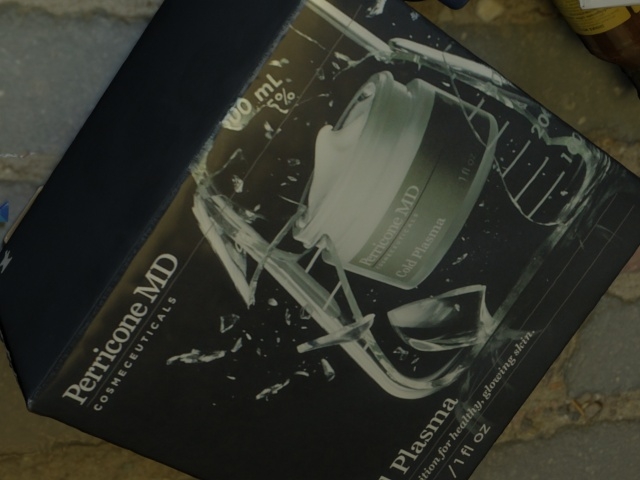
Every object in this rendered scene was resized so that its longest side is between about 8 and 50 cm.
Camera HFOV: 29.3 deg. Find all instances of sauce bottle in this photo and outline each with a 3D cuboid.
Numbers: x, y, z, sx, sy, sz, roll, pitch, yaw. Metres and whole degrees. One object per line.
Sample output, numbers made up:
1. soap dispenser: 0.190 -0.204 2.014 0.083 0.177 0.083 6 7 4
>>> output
1. sauce bottle: 0.315 -0.276 1.361 0.111 0.111 0.344 -42 122 0

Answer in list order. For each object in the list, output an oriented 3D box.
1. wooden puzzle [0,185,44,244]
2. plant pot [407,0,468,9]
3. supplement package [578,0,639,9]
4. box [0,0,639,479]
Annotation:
1. wooden puzzle: -0.287 -0.013 1.292 0.116 0.014 0.078 40 90 -32
2. plant pot: 0.084 -0.366 1.163 0.236 0.212 0.236 28 100 -30
3. supplement package: 0.338 -0.362 1.137 0.177 0.293 0.175 -1 126 23
4. box: 0.000 0.000 1.247 0.471 0.297 0.480 30 99 -30
